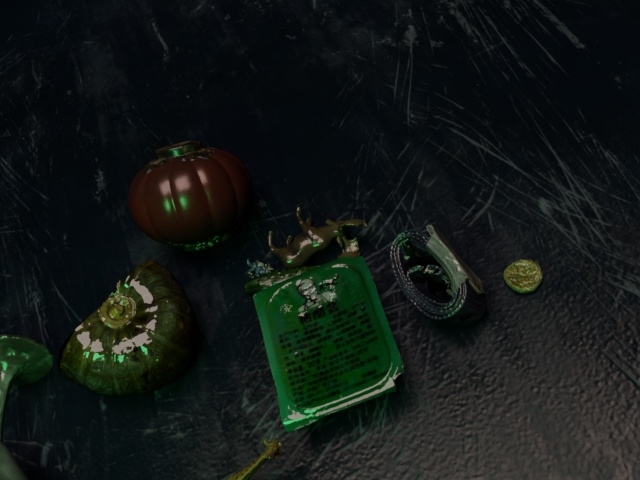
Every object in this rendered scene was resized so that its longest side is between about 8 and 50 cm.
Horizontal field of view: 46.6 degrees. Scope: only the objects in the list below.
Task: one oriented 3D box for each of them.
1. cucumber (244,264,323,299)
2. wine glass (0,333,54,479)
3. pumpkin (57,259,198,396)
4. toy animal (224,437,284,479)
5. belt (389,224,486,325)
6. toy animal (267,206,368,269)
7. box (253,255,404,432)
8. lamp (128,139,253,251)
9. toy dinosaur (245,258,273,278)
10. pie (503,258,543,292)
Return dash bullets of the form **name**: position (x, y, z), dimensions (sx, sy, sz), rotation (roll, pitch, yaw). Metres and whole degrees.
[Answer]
- **cucumber**: position (-0.064, 0.096, 1.700), dimensions (0.228, 0.069, 0.069), rotation (-12, 54, 11)
- **wine glass**: position (-0.703, 0.425, 1.608), dimensions (0.267, 0.267, 0.406), rotation (-20, 48, 7)
- **pumpkin**: position (-0.402, 0.232, 1.673), dimensions (0.232, 0.242, 0.325), rotation (40, 70, 6)
- **toy animal**: position (-0.173, 0.487, 1.434), dimensions (0.054, 0.149, 0.275), rotation (43, 83, -2)
- **belt**: position (0.250, 0.078, 1.557), dimensions (0.139, 0.126, 0.230), rotation (-47, 51, 16)
- **toy animal**: position (0.000, 0.000, 1.735), dimensions (0.214, 0.093, 0.186), rotation (-42, 48, -1)
- **box**: position (0.023, 0.217, 1.557), dimensions (0.264, 0.106, 0.336), rotation (-21, 51, 5)
- **lamp**: position (-0.314, -0.110, 1.810), dimensions (0.303, 0.256, 0.303), rotation (-12, 16, 4)
- **toy dinosaur**: position (-0.145, 0.070, 1.769), dimensions (0.083, 0.030, 0.047), rotation (17, 64, 29)
- **pie**: position (0.426, 0.075, 1.553), dimensions (0.084, 0.021, 0.084), rotation (-11, 50, 14)
